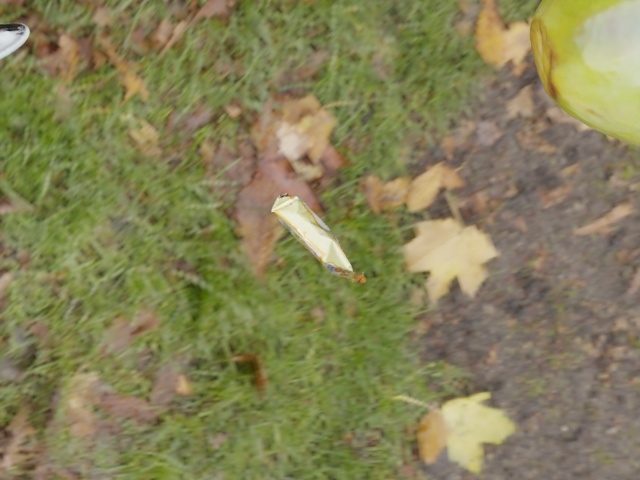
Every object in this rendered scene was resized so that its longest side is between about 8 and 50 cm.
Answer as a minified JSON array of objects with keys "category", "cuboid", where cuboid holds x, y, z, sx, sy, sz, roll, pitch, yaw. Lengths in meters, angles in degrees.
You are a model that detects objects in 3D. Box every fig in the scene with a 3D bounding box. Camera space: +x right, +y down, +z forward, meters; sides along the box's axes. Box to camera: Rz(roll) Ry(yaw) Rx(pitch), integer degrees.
[{"category":"fig","cuboid":[0.354,-0.189,1.435,0.326,0.258,0.258,-9,84,-20]}]

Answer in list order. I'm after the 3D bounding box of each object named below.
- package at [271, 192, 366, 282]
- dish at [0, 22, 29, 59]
[{"category":"package","cuboid":[-0.002,-0.002,1.507,0.031,0.108,0.121,-45,85,-1]},{"category":"dish","cuboid":[-0.346,-0.235,1.234,0.224,0.078,0.246,-42,72,-14]}]
